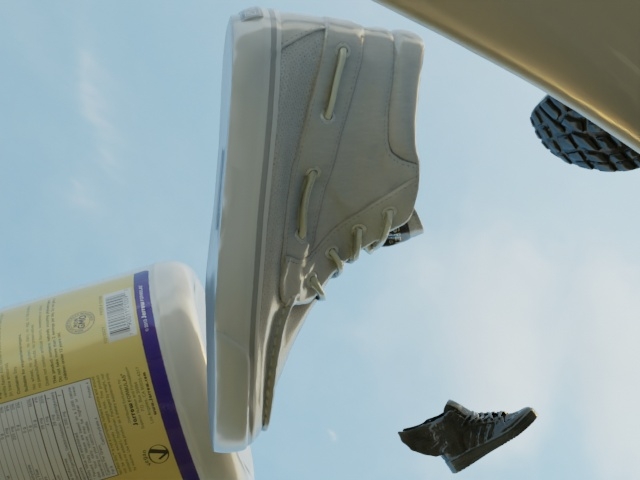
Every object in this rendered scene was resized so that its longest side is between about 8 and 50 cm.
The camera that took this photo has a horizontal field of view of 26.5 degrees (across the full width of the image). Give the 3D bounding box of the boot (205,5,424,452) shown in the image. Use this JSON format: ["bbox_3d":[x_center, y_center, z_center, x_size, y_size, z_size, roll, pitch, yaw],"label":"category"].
[{"bbox_3d":[0.000,0.000,0.781,0.123,0.095,0.258,4,-78,-9],"label":"boot"}]

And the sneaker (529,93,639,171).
[{"bbox_3d":[0.328,-0.157,1.259,0.107,0.283,0.124,51,-133,-17],"label":"sneaker"}]

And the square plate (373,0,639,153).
[{"bbox_3d":[0.156,-0.219,0.553,0.347,0.049,0.344,20,-77,-45],"label":"square plate"}]

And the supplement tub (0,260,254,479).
[{"bbox_3d":[-0.247,0.171,1.245,0.331,0.241,0.241,-16,-67,0],"label":"supplement tub"}]

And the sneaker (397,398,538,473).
[{"bbox_3d":[0.194,0.243,1.783,0.170,0.051,0.089,-37,-95,19],"label":"sneaker"}]
